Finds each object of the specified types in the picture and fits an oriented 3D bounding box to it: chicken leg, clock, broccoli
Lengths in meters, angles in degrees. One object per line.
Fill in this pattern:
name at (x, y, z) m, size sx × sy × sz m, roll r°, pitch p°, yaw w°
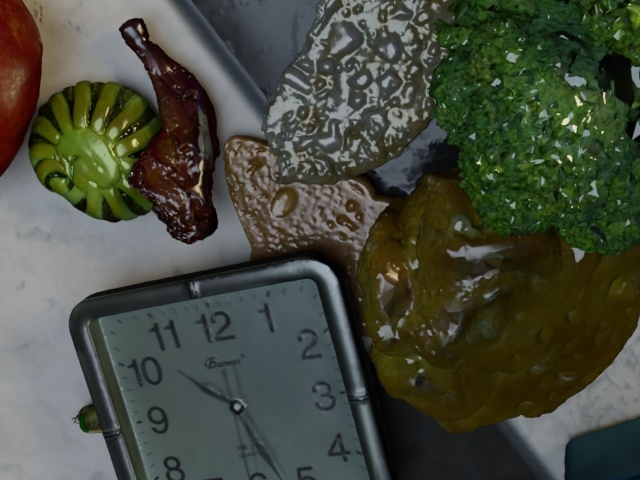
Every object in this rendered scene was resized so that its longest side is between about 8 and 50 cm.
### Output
chicken leg at (-0.130, -0.098, 0.891) m, size 0.053 × 0.093 × 0.205 m, roll -32°, pitch 63°, yaw 58°
clock at (-0.078, 0.159, 0.941) m, size 0.273 × 0.049 × 0.278 m, roll -11°, pitch 102°, yaw 17°
broccoli at (0.261, -0.175, 0.666) m, size 0.321 × 0.310 × 0.413 m, roll 16°, pitch 76°, yaw 18°

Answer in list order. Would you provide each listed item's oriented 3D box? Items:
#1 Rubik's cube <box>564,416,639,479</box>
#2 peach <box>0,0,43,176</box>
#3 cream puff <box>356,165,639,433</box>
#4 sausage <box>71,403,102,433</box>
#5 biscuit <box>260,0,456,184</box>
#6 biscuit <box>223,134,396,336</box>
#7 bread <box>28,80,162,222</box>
Rubik's cube at (0.401, 0.315, 0.744) m, size 0.344 × 0.346 × 0.346 m, roll -22°, pitch 101°, yaw 19°
peach at (-0.358, -0.142, 0.878) m, size 0.244 × 0.199 × 0.243 m, roll 4°, pitch 111°, yaw 11°
cream puff at (0.138, 0.040, 0.802) m, size 0.244 × 0.196 × 0.244 m, roll 3°, pitch 117°, yaw 5°
sausage at (-0.131, 0.168, 1.003) m, size 0.269 × 0.033 × 0.032 m, roll -8°, pitch 104°, yaw 17°
biscuit at (0.053, -0.163, 0.846) m, size 0.141 × 0.038 × 0.289 m, roll 25°, pitch 105°, yaw 2°
biscuit at (0.000, 0.000, 0.917) m, size 0.162 × 0.035 × 0.250 m, roll -40°, pitch 94°, yaw 16°
bread at (-0.204, -0.080, 0.927) m, size 0.130 × 0.071 × 0.139 m, roll -34°, pitch 96°, yaw 17°
